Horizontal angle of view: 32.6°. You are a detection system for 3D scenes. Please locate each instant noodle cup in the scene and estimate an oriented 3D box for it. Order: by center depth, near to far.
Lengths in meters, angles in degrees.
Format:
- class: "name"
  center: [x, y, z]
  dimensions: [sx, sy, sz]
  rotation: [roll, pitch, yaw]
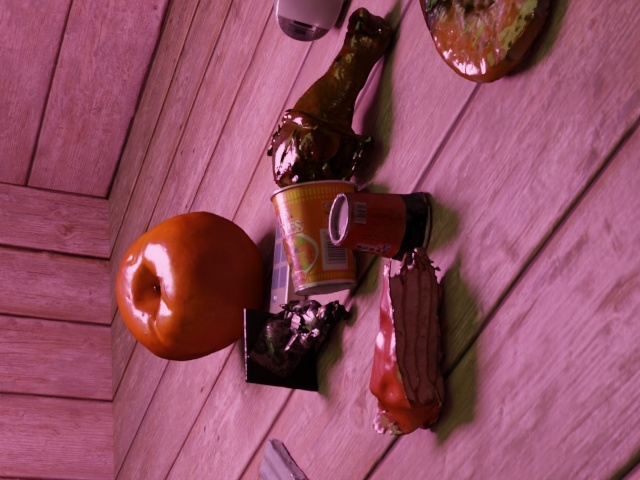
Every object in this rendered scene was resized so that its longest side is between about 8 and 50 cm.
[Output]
- class: "instant noodle cup"
  center: [0.091, -0.026, 1.762]
  dimensions: [0.127, 0.136, 0.127]
  rotation: [-173, 90, -70]
- class: "instant noodle cup"
  center: [0.000, 0.000, 1.982]
  dimensions: [0.168, 0.168, 0.185]
  rotation: [150, 116, -64]

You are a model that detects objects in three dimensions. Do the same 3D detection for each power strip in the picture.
- class: "power strip"
  center: [-0.064, 0.059, 2.265]
  dimensions: [0.118, 0.046, 0.270]
  rotation: [162, 114, -67]

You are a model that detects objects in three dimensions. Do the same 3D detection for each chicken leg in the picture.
- class: "chicken leg"
  center: [0.031, -0.229, 1.996]
  dimensions: [0.211, 0.140, 0.361]
  rotation: [46, 113, 29]

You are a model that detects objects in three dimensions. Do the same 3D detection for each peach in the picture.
- class: "peach"
  center: [-0.277, 0.100, 2.448]
  dimensions: [0.343, 0.302, 0.342]
  rotation: [-1, 88, 41]

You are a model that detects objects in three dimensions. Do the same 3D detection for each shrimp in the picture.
- class: "shrimp"
  center: [0.226, -0.414, 1.641]
  dimensions: [0.272, 0.085, 0.445]
  rotation: [-64, 29, 26]

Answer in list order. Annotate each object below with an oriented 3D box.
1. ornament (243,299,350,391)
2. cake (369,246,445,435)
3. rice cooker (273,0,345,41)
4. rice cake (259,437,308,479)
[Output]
- class: "ornament"
  center: [-0.031, 0.162, 2.029]
  dimensions: [0.196, 0.153, 0.166]
  rotation: [-42, 44, 46]
- class: "cake"
  center: [0.139, 0.152, 1.635]
  dimensions: [0.135, 0.098, 0.287]
  rotation: [-175, 89, -70]
- class: "rice cooker"
  center: [-0.021, -0.510, 2.231]
  dimensions: [0.127, 0.145, 0.206]
  rotation: [-109, 35, -69]
- class: "rice cake"
  center: [-0.071, 0.465, 2.135]
  dimensions: [0.226, 0.040, 0.085]
  rotation: [-145, 65, -67]
